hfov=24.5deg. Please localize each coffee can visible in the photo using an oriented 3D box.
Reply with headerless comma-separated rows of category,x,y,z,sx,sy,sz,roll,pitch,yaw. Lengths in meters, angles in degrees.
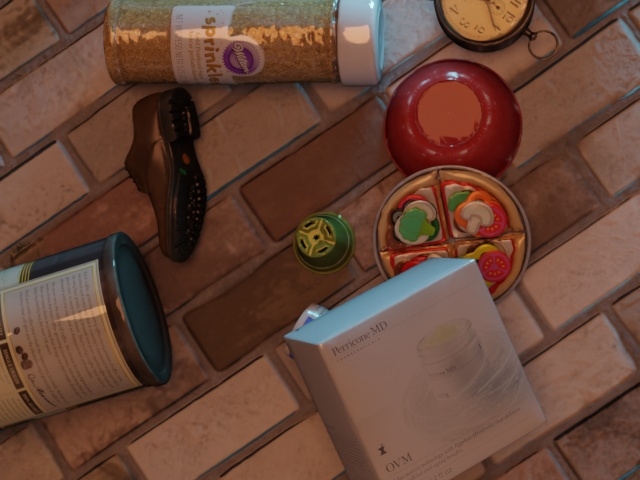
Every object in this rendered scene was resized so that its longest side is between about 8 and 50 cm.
coffee can,-0.352,0.124,1.871,0.275,0.201,0.201,-17,82,6

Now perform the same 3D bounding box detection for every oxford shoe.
oxford shoe,-0.207,-0.081,1.943,0.096,0.083,0.227,-8,83,26

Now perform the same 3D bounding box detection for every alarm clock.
alarm clock,0.227,-0.297,1.901,0.192,0.064,0.129,40,91,12

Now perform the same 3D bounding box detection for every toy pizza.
toy pizza,0.165,0.004,1.860,0.201,0.032,0.201,3,108,8

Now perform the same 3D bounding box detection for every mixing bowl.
mixing bowl,0.166,-0.155,1.879,0.181,0.098,0.181,-1,83,8

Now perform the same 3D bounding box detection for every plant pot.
plant pot,0.000,0.000,1.896,0.083,0.079,0.083,-1,85,7

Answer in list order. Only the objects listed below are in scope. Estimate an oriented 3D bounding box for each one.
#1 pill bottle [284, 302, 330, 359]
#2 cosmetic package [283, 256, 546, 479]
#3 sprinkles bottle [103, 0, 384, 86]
pill bottle,0.030,0.144,1.878,0.137,0.078,0.078,29,89,10
cosmetic package,0.113,0.167,1.773,0.224,0.138,0.225,-28,98,-17
sprinkles bottle,-0.097,-0.260,1.915,0.355,0.121,0.121,1,85,8
